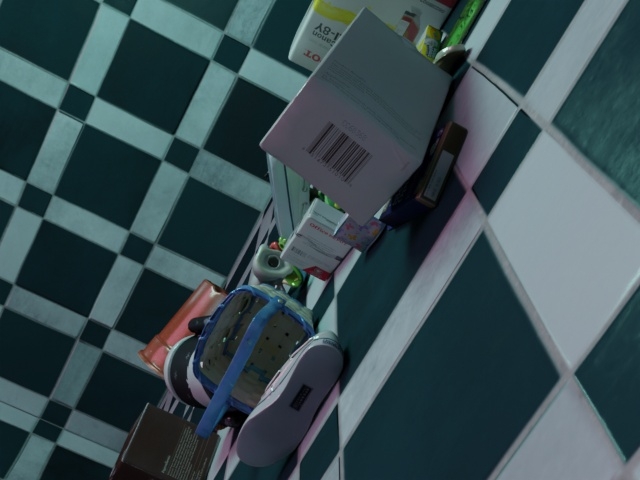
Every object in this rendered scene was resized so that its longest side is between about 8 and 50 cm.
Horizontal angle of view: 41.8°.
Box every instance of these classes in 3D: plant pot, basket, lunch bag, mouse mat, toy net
[{"bbox_3d":[-0.300,0.265,2.245,0.265,0.272,0.272,-56,9,-4],"label":"plant pot"},{"bbox_3d":[-0.133,0.216,1.560,0.255,0.201,0.289,-60,0,14],"label":"basket"},{"bbox_3d":[0.073,-0.026,1.502,0.083,0.071,0.053,-54,9,54],"label":"lunch bag"},{"bbox_3d":[0.286,-0.433,1.644,0.190,0.007,0.153,-61,10,18],"label":"mouse mat"},{"bbox_3d":[-0.106,0.078,2.042,0.045,0.122,0.232,-40,-1,-31],"label":"toy net"}]

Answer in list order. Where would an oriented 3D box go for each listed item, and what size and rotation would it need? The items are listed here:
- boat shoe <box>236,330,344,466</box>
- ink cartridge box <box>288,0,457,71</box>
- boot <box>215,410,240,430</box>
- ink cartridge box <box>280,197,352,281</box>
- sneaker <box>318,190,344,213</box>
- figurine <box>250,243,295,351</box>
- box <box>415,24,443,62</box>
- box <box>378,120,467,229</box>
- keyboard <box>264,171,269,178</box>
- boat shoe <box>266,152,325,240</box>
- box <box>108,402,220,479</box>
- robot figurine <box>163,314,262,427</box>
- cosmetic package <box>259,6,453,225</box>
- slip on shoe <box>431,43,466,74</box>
[{"bbox_3d":[-0.044,0.257,1.359,0.258,0.095,0.084,-50,9,15],"label":"boat shoe"},{"bbox_3d":[0.134,-0.533,1.910,0.385,0.279,0.160,-57,12,36],"label":"ink cartridge box"},{"bbox_3d":[-0.211,0.381,2.007,0.158,0.059,0.084,-55,7,1],"label":"boot"},{"bbox_3d":[0.000,0.000,1.705,0.150,0.109,0.063,-54,10,45],"label":"ink cartridge box"},{"bbox_3d":[0.037,-0.151,1.913,0.123,0.109,0.295,-55,12,24],"label":"sneaker"},{"bbox_3d":[-0.126,0.141,1.941,0.209,0.092,0.215,123,148,-64],"label":"figurine"},{"bbox_3d":[0.206,-0.357,1.745,0.105,0.043,0.179,121,172,-48],"label":"box"},{"bbox_3d":[0.156,-0.098,1.358,0.136,0.036,0.225,-66,8,-15],"label":"box"},{"bbox_3d":[0.009,-0.235,2.089,0.317,0.033,0.201,-35,-15,4],"label":"keyboard"},{"bbox_3d":[-0.034,-0.087,2.020,0.136,0.156,0.367,-109,10,-53],"label":"boat shoe"},{"bbox_3d":[-0.383,0.537,2.055,0.168,0.203,0.167,-52,15,49],"label":"box"},{"bbox_3d":[-0.232,0.292,1.877,0.278,0.173,0.209,-9,56,51],"label":"robot figurine"},{"bbox_3d":[0.074,-0.220,1.390,0.156,0.217,0.385,-48,6,32],"label":"cosmetic package"},{"bbox_3d":[0.228,-0.320,1.554,0.135,0.051,0.041,-31,73,59],"label":"slip on shoe"}]
